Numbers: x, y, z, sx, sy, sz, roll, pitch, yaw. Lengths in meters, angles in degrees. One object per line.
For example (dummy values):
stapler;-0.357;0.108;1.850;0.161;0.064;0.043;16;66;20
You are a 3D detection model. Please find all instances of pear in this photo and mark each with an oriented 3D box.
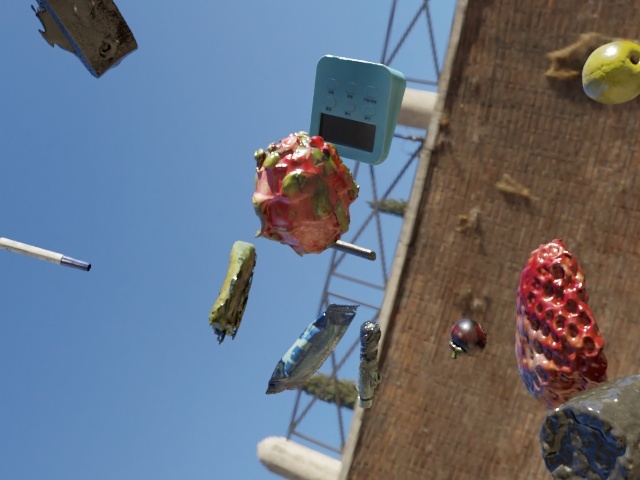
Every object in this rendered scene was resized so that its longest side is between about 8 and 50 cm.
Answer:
pear;0.702;-0.398;1.767;0.148;0.149;0.162;-66;11;-16

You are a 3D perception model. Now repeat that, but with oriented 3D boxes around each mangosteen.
mangosteen;0.301;0.200;1.523;0.081;0.081;0.081;-40;-42;-49

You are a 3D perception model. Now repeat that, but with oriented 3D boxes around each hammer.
hammer;0.000;0.000;2.008;0.043;0.365;0.111;-50;-44;-24

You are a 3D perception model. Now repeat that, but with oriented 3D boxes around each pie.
pie;-0.249;0.148;2.119;0.371;0.078;0.296;115;170;-84

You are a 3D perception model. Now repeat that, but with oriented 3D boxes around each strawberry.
strawberry;0.452;0.170;1.460;0.265;0.149;0.336;-45;-57;-79

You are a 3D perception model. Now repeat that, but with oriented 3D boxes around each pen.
pen;-0.596;0.032;1.604;0.025;0.204;0.025;15;-90;-90

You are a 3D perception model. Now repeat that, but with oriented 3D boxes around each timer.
timer;0.082;-0.333;1.905;0.091;0.232;0.250;-5;-71;-60

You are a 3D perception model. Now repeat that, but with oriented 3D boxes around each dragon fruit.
dragon fruit;-0.035;-0.099;1.710;0.237;0.231;0.302;-73;-35;-52

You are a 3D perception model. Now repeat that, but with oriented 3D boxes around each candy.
candy;-0.020;0.306;2.099;0.331;0.077;0.187;-51;-25;11

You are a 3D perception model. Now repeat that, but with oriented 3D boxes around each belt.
belt;-0.503;-0.467;1.514;0.164;0.184;0.289;-38;-39;-10

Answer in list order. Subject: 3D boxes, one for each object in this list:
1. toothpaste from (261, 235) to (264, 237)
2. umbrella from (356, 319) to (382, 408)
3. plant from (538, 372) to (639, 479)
toothpaste;-0.098;-0.122;1.957;0.067;0.037;0.255;25;-84;-30
umbrella;0.098;0.249;1.468;0.046;0.050;0.188;-58;-27;-65
plant;0.506;0.318;1.230;0.276;0.188;0.199;-10;-107;-34
